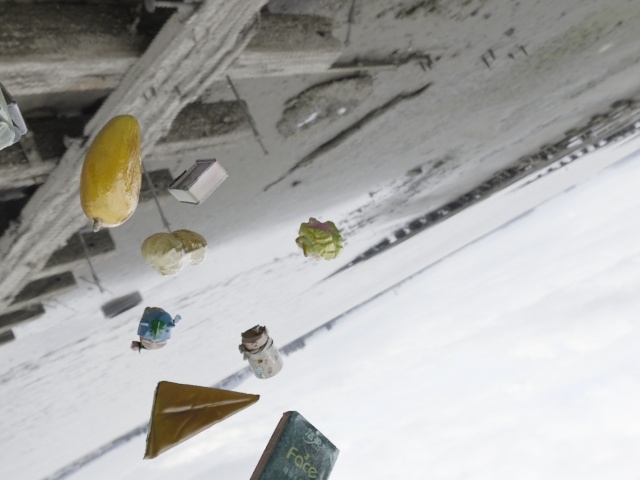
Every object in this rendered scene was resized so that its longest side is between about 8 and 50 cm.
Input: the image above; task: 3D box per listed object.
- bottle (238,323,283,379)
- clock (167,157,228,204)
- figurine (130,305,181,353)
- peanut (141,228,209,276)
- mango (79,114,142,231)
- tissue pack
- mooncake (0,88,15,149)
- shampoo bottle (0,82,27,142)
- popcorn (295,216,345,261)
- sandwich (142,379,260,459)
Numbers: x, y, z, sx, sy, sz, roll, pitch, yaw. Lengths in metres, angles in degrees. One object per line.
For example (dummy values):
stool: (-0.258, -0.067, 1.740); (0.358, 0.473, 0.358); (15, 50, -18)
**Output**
bottle: (-0.169, 0.300, 1.666); (0.098, 0.152, 0.099); (-17, -153, 9)
clock: (-0.391, -0.189, 1.922); (0.147, 0.071, 0.192); (-49, -153, -18)
figurine: (-0.476, 0.257, 1.729); (0.145, 0.114, 0.178); (-66, -158, 4)
peanut: (-0.391, 0.035, 1.656); (0.111, 0.125, 0.274); (14, -172, 19)
mango: (-0.488, -0.164, 1.432); (0.119, 0.317, 0.176); (3, 161, 12)
tissue pack: (-0.090, 0.735, 1.914); (0.103, 0.228, 0.316); (-32, -161, 42)
mooncake: (-0.594, -0.211, 0.873); (0.136, 0.250, 0.254); (20, -137, 39)
shampoo bottle: (-0.619, -0.257, 1.107); (0.079, 0.246, 0.080); (-32, 149, -25)
popcorn: (0.000, 0.000, 1.728); (0.126, 0.145, 0.125); (-59, 165, 13)
sandwich: (-0.182, 0.287, 0.931); (0.163, 0.114, 0.079); (12, 156, -14)
